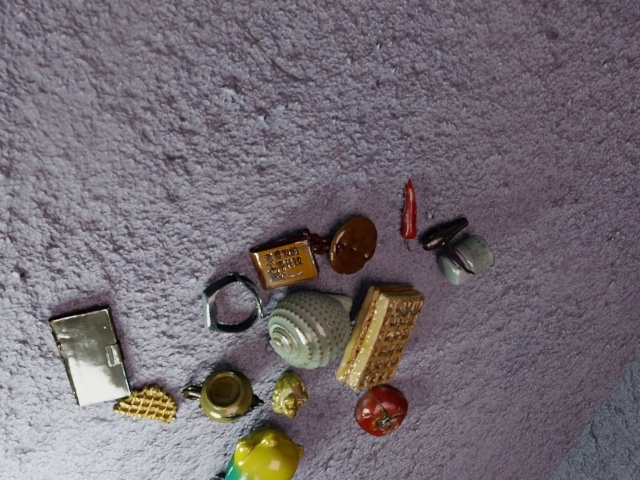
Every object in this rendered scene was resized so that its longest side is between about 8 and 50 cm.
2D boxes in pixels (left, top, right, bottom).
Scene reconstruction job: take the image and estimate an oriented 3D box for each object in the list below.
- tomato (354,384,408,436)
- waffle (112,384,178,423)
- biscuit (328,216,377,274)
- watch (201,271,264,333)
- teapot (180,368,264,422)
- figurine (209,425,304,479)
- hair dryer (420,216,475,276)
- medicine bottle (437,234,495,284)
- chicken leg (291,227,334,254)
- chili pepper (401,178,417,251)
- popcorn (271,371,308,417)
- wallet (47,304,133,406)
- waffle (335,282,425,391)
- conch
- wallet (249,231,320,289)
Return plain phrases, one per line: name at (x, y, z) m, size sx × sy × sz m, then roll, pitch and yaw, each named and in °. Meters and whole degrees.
tomato at (0.254, 0.693, 2.092) m, size 0.227 × 0.101 × 0.228 m, roll -9°, pitch 118°, yaw -18°
waffle at (-0.555, 0.546, 1.694) m, size 0.160 × 0.046 × 0.192 m, roll -33°, pitch 121°, yaw -10°
biscuit at (0.112, 0.019, 1.738) m, size 0.212 × 0.036 × 0.212 m, roll -22°, pitch 128°, yaw -32°
watch at (-0.275, 0.199, 1.656) m, size 0.193 × 0.068 × 0.206 m, roll -11°, pitch 119°, yaw -23°
teapot at (-0.322, 0.523, 1.737) m, size 0.269 × 0.173 × 0.183 m, roll 3°, pitch 146°, yaw 0°
figurine at (-0.222, 0.822, 1.861) m, size 0.323 × 0.231 × 0.340 m, roll 37°, pitch 100°, yaw -33°
hair dryer at (0.485, 0.034, 1.850) m, size 0.195 × 0.219 × 0.075 m, roll -27°, pitch 158°, yaw -15°
medicine bottle at (0.532, 0.072, 1.920) m, size 0.168 × 0.135 × 0.135 m, roll -32°, pitch 121°, yaw -9°
chicken leg at (-0.003, 0.006, 1.701) m, size 0.219 × 0.048 × 0.089 m, roll 3°, pitch 114°, yaw -25°
chili pepper at (0.309, -0.078, 1.803) m, size 0.059 × 0.050 × 0.268 m, roll -4°, pitch 114°, yaw -5°
popcorn at (-0.113, 0.541, 1.846) m, size 0.145 × 0.126 × 0.126 m, roll -62°, pitch 149°, yaw -14°
wallet at (-0.674, 0.346, 1.554) m, size 0.169 × 0.044 × 0.317 m, roll -12°, pitch 115°, yaw -15°
waffle at (0.211, 0.336, 1.860) m, size 0.261 × 0.114 × 0.376 m, roll 3°, pitch 110°, yaw -47°
conch at (-0.014, 0.306, 1.740) m, size 0.319 × 0.215 × 0.303 m, roll -10°, pitch 126°, yaw -19°
wallet at (-0.111, 0.071, 1.654) m, size 0.195 × 0.042 × 0.161 m, roll -14°, pitch 117°, yaw 5°
